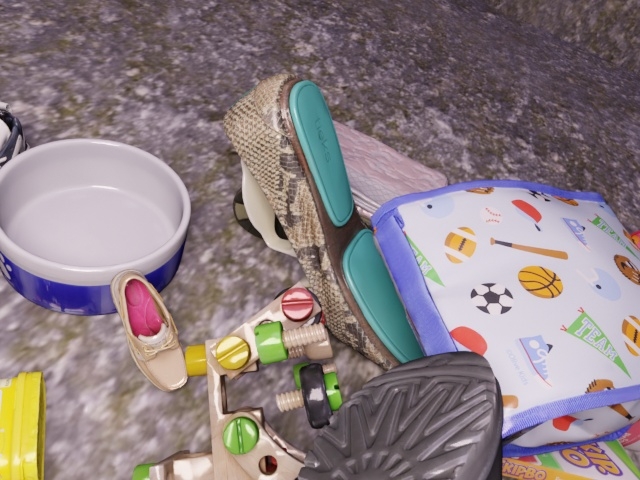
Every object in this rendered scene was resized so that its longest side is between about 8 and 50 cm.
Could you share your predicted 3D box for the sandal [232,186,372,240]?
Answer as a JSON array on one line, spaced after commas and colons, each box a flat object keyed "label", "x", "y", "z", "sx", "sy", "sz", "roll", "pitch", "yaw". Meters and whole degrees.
[{"label": "sandal", "x": -0.001, "y": -0.027, "z": 0.912, "sx": 0.302, "sy": 0.120, "sz": 0.086, "roll": 26, "pitch": 28, "yaw": 4}]

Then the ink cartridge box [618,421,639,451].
[{"label": "ink cartridge box", "x": 0.565, "y": 0.241, "z": 0.886, "sx": 0.282, "sy": 0.117, "sz": 0.207, "roll": 13, "pitch": 45, "yaw": -10}]

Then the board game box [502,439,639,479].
[{"label": "board game box", "x": 0.325, "y": 0.293, "z": 0.737, "sx": 0.259, "sy": 0.039, "sz": 0.124, "roll": 16, "pitch": 18, "yaw": 1}]

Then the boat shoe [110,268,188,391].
[{"label": "boat shoe", "x": -0.212, "y": 0.117, "z": 0.665, "sx": 0.063, "sy": 0.059, "sz": 0.170, "roll": -29, "pitch": 101, "yaw": -25}]

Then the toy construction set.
[{"label": "toy construction set", "x": -0.094, "y": 0.183, "z": 0.620, "sx": 0.237, "sy": 0.258, "sz": 0.309, "roll": -13, "pitch": 13, "yaw": -1}]

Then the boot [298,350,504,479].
[{"label": "boot", "x": 0.115, "y": 0.365, "z": 0.404, "sx": 0.367, "sy": 0.146, "sz": 0.446, "roll": -41, "pitch": 111, "yaw": -53}]

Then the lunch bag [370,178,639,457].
[{"label": "lunch bag", "x": 0.266, "y": 0.099, "z": 0.701, "sx": 0.385, "sy": 0.239, "sz": 0.328, "roll": 5, "pitch": 48, "yaw": -33}]

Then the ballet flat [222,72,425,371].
[{"label": "ballet flat", "x": 0.000, "y": 0.000, "z": 0.799, "sx": 0.483, "sy": 0.181, "sz": 0.164, "roll": 64, "pitch": 35, "yaw": -15}]

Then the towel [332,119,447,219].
[{"label": "towel", "x": 0.092, "y": -0.133, "z": 1.052, "sx": 0.331, "sy": 0.054, "sz": 0.317, "roll": 27, "pitch": 31, "yaw": 1}]

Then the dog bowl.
[{"label": "dog bowl", "x": -0.329, "y": -0.026, "z": 0.774, "sx": 0.264, "sy": 0.104, "sz": 0.265, "roll": 12, "pitch": 45, "yaw": -12}]

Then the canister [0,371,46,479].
[{"label": "canister", "x": -0.383, "y": 0.208, "z": 0.551, "sx": 0.169, "sy": 0.073, "sz": 0.126, "roll": -2, "pitch": 49, "yaw": -22}]

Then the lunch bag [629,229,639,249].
[{"label": "lunch bag", "x": 0.744, "y": 0.106, "z": 1.090, "sx": 0.257, "sy": 0.120, "sz": 0.293, "roll": -9, "pitch": 53, "yaw": -29}]

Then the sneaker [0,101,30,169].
[{"label": "sneaker", "x": -0.489, "y": -0.108, "z": 0.750, "sx": 0.093, "sy": 0.153, "sz": 0.235, "roll": 18, "pitch": 44, "yaw": -4}]
